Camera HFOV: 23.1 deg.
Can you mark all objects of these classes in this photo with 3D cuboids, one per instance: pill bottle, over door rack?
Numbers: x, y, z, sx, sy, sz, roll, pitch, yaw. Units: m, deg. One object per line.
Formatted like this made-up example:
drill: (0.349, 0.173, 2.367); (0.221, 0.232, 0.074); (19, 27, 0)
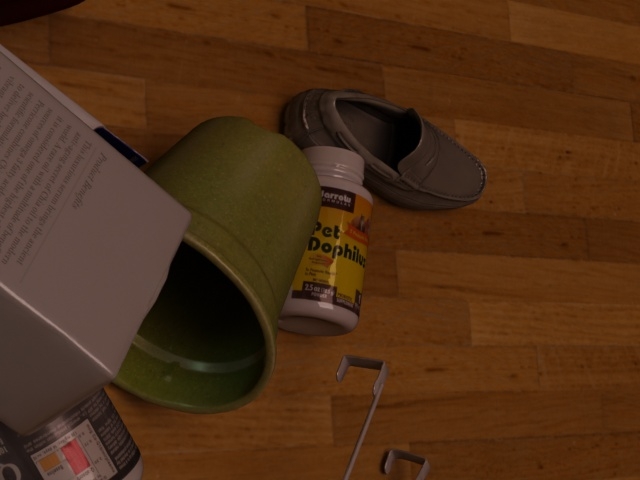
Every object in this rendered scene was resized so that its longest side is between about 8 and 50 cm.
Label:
pill bottle: (-0.279, 0.210, 1.589); (0.162, 0.162, 0.278); (-36, 103, -38)
over door rack: (0.079, 0.322, 1.783); (0.239, 0.108, 0.324); (66, 26, -47)
pill bottle: (0.000, 0.000, 1.886); (0.117, 0.117, 0.215); (20, 69, -35)

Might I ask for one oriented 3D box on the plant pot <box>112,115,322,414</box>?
plant pot: (-0.125, 0.004, 1.714); (0.276, 0.276, 0.254); (52, 43, -19)

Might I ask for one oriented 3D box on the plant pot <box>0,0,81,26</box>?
plant pot: (-0.347, -0.345, 1.591); (0.235, 0.267, 0.267); (-34, 102, -33)

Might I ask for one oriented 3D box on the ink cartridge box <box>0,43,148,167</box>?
ink cartridge box: (-0.361, -0.151, 1.558); (0.371, 0.175, 0.069); (37, 62, -19)

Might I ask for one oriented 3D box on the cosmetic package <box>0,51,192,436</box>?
cosmetic package: (-0.357, -0.059, 1.400); (0.453, 0.161, 0.230); (41, 41, -18)

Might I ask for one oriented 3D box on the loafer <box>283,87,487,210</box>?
loafer: (0.101, -0.115, 1.994); (0.319, 0.111, 0.112); (16, 71, -36)
